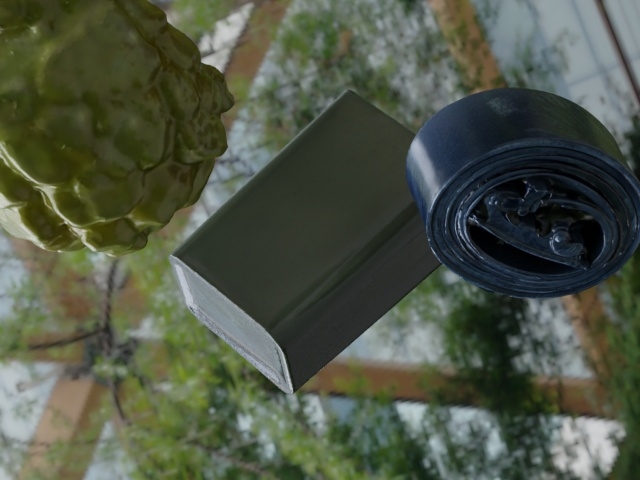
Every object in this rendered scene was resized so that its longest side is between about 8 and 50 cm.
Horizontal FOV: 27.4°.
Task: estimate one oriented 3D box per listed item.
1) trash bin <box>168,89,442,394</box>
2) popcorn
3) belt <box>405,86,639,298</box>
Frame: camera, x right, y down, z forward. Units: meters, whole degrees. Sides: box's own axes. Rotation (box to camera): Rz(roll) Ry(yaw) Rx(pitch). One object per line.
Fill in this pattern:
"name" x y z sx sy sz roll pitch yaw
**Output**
"trash bin" 0.000 0.000 1.211 0.164 0.240 0.122 38 158 27
"popcorn" -0.189 -0.108 0.792 0.286 0.174 0.225 37 166 -7
"belt" 0.155 -0.028 0.956 0.190 0.141 0.082 25 -148 -34
